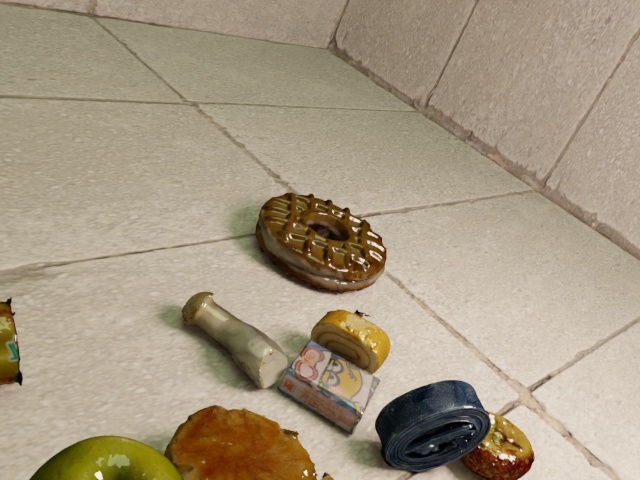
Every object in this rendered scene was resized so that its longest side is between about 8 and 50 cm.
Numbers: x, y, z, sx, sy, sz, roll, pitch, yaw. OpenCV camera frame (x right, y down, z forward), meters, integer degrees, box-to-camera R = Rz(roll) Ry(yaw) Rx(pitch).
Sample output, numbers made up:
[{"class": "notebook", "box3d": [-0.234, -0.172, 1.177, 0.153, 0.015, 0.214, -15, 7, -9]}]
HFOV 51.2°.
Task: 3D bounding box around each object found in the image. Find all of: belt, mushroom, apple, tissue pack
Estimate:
[{"class": "belt", "box3d": [0.186, 0.315, 1.121, 0.190, 0.141, 0.082, -20, 36, 0]}, {"class": "mushroom", "box3d": [-0.156, 0.169, 1.194, 0.223, 0.081, 0.092, 36, 10, 26]}, {"class": "apple", "box3d": [-0.250, 0.325, 0.764, 0.196, 0.157, 0.196, 18, 29, -10]}, {"class": "tissue pack", "box3d": [0.017, 0.258, 1.191, 0.155, 0.065, 0.115, 30, 27, 9]}]

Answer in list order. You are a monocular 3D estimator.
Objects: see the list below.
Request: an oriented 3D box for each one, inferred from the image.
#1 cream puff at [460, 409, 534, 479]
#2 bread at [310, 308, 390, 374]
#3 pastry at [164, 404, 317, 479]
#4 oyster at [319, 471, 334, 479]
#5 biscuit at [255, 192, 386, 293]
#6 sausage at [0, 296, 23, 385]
[{"class": "cream puff", "box3d": [0.306, 0.374, 1.201, 0.149, 0.084, 0.149, 19, 24, -9]}, {"class": "bread", "box3d": [0.057, 0.197, 1.272, 0.149, 0.122, 0.073, 28, 40, 18]}, {"class": "pastry", "box3d": [-0.107, 0.329, 0.934, 0.229, 0.100, 0.218, 15, 25, -8]}, {"class": "oyster", "box3d": [0.104, 0.459, 0.918, 0.345, 0.078, 0.129, 41, 11, 32]}, {"class": "biscuit", "box3d": [0.000, 0.000, 1.586, 0.332, 0.103, 0.332, 20, 28, -11]}, {"class": "sausage", "box3d": [-0.559, 0.142, 0.868, 0.317, 0.125, 0.117, 1, -6, -38]}]
